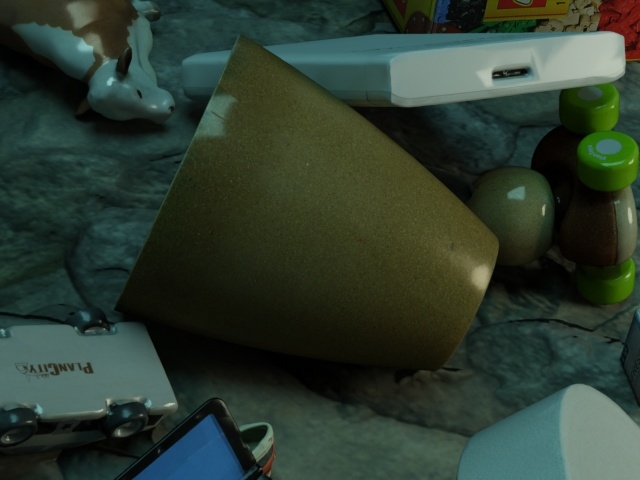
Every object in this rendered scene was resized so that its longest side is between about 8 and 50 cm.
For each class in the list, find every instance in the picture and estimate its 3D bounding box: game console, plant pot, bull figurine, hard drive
[{"bbox_3d":[-0.074,0.189,1.247,0.107,0.071,0.122,34,58,27],"label":"game console"},{"bbox_3d":[0.000,0.000,1.422,0.254,0.237,0.237,26,39,-5],"label":"plant pot"},{"bbox_3d":[-0.241,-0.219,1.715,0.310,0.101,0.188,28,38,19],"label":"bull figurine"},{"bbox_3d":[0.061,-0.151,1.579,0.233,0.047,0.353,-10,10,-30],"label":"hard drive"}]

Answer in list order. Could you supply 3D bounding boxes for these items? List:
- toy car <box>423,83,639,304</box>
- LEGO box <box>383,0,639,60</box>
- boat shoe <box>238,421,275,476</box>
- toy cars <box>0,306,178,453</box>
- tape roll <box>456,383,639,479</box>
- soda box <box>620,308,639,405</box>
[{"bbox_3d":[0.168,-0.033,1.543,0.188,0.155,0.149,-7,40,-1],"label":"toy car"},{"bbox_3d":[0.216,-0.407,1.966,0.373,0.193,0.500,-4,41,-17],"label":"LEGO box"},{"bbox_3d":[-0.090,0.172,1.305,0.137,0.043,0.049,-22,50,-31],"label":"boat shoe"},{"bbox_3d":[-0.242,0.168,1.243,0.176,0.087,0.393,38,38,-4],"label":"toy cars"},{"bbox_3d":[0.203,0.268,1.018,0.072,0.392,0.392,-29,37,16],"label":"tape roll"},{"bbox_3d":[0.344,0.094,1.481,0.183,0.058,0.063,0,40,-13],"label":"soda box"}]
